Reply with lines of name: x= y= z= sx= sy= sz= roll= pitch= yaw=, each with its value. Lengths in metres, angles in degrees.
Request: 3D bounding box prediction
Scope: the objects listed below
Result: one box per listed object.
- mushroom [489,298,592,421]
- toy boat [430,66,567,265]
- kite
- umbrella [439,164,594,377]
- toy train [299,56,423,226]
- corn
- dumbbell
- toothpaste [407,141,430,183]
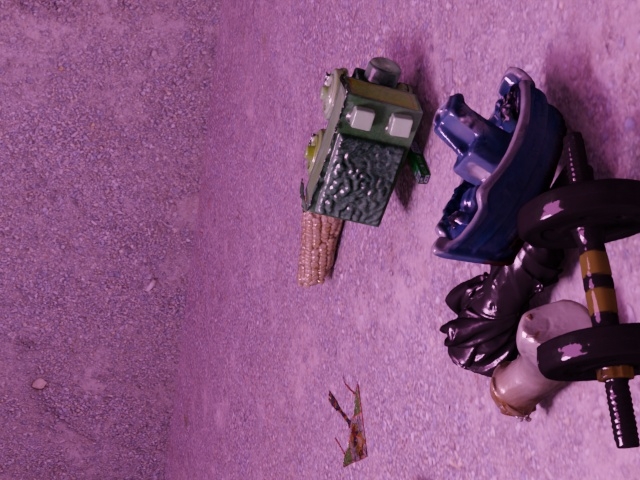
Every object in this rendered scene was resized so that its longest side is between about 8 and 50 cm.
mushroom: x=0.256 y=0.141 z=1.196 sx=0.081 sy=0.092 sz=0.223 roll=58 pitch=161 yaw=21
toy boat: x=0.186 y=-0.092 z=1.174 sx=0.129 sy=0.142 sz=0.309 roll=-50 pitch=11 yaw=54
kite: x=0.050 y=0.343 z=1.982 sx=0.244 sy=0.006 sz=0.198 roll=-128 pitch=42 yaw=-64
umbrella: x=0.237 y=0.035 z=1.240 sx=0.340 sy=0.118 sz=0.118 roll=112 pitch=153 yaw=-45
toy train: x=0.063 y=-0.158 z=1.677 sx=0.188 sy=0.159 sz=0.272 roll=-98 pitch=24 yaw=-58
corn: x=0.000 y=0.000 z=2.048 sx=0.087 sy=0.087 sz=0.211 roll=-114 pitch=24 yaw=-53
dumbbell: x=0.278 y=0.044 z=1.034 sx=0.143 sy=0.143 sz=0.325 roll=132 pitch=136 yaw=-65
toothpaste: x=0.155 y=-0.124 z=1.648 sx=0.083 sy=0.017 sz=0.020 roll=-106 pitch=22 yaw=-43
